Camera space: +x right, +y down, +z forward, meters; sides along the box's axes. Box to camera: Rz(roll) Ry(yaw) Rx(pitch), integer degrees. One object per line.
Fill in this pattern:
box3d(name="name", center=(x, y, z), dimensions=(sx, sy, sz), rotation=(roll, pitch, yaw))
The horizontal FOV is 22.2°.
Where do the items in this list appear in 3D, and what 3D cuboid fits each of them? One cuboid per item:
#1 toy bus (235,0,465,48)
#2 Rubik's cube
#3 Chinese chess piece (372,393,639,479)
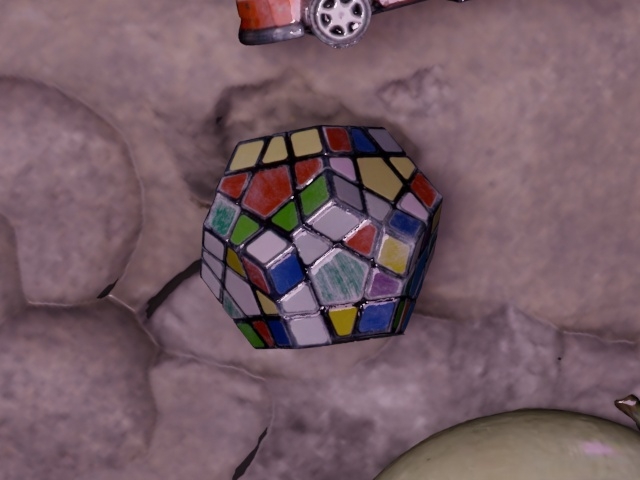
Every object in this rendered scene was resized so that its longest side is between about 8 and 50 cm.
box3d(name="toy bus", center=(0.044, -0.132, 0.684), dimensions=(0.174, 0.079, 0.077), rotation=(-14, 103, -5))
box3d(name="Rubik's cube", center=(0.000, 0.000, 0.711), dimensions=(0.093, 0.111, 0.111), rotation=(-35, 115, -28))
box3d(name="Chinese chess piece", center=(0.107, 0.192, 0.802), dimensions=(0.237, 0.092, 0.238), rotation=(-3, 109, -10))
